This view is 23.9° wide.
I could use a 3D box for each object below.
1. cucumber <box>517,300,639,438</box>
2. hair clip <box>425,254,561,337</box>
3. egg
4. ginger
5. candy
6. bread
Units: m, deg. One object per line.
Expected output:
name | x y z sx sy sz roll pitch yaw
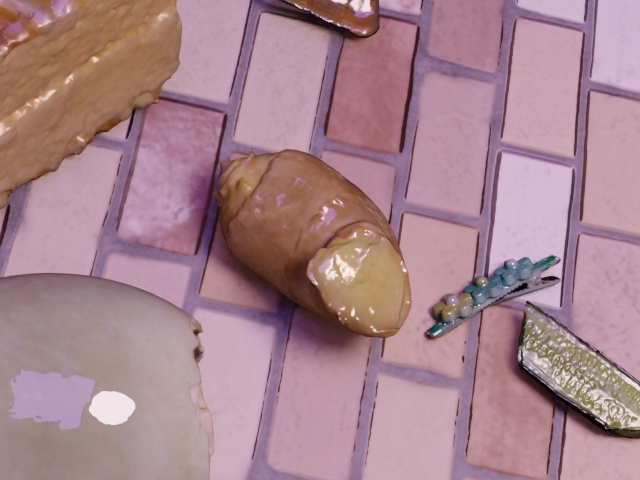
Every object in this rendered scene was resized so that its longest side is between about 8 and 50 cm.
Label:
cucumber | 0.285 0.156 1.573 0.220 0.046 0.070 35 63 11
hair clip | 0.182 0.054 1.616 0.173 0.049 0.049 -24 68 -20
egg | -0.256 0.169 1.329 0.336 0.278 0.278 -4 62 -10
ginger | 0.000 0.000 1.553 0.267 0.152 0.138 38 87 30
candy | 0.021 -0.370 1.788 0.143 0.101 0.271 15 66 -9
bread | -0.373 -0.270 1.556 0.371 0.279 0.390 -38 76 -24
